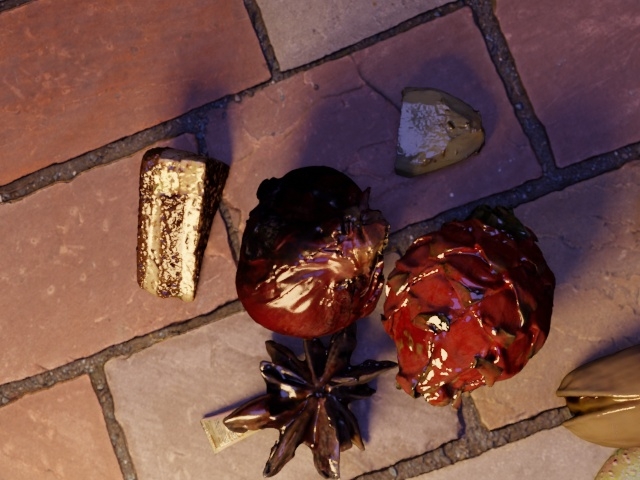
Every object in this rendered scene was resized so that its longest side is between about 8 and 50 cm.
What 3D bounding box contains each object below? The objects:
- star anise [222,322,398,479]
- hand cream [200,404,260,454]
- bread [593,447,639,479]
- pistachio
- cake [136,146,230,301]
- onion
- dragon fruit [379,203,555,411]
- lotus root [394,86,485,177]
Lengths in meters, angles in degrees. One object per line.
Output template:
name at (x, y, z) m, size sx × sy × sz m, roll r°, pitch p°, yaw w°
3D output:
star anise at (-0.010, 0.236, 1.164) m, size 0.213 × 0.129 × 0.282 m, roll 26°, pitch 52°, yaw 2°
hand cream at (-0.117, 0.285, 1.233) m, size 0.143 × 0.039 × 0.061 m, roll -24°, pitch 87°, yaw 13°
bread at (0.519, 0.412, 1.105) m, size 0.302 × 0.045 × 0.301 m, roll -2°, pitch 80°, yaw 10°
pistachio at (0.451, 0.216, 1.101) m, size 0.238 × 0.153 × 0.137 m, roll -23°, pitch 66°, yaw 32°
cake at (-0.239, -0.031, 1.249) m, size 0.112 × 0.135 × 0.245 m, roll 14°, pitch 84°, yaw 10°
onion at (-0.010, 0.008, 1.163) m, size 0.221 × 0.281 × 0.280 m, roll 25°, pitch 85°, yaw -19°
dragon fruit at (0.198, 0.091, 1.103) m, size 0.244 × 0.244 × 0.298 m, roll 35°, pitch 75°, yaw 12°
lotus root at (0.186, -0.177, 1.237) m, size 0.144 × 0.070 × 0.142 m, roll -3°, pitch 81°, yaw 8°
